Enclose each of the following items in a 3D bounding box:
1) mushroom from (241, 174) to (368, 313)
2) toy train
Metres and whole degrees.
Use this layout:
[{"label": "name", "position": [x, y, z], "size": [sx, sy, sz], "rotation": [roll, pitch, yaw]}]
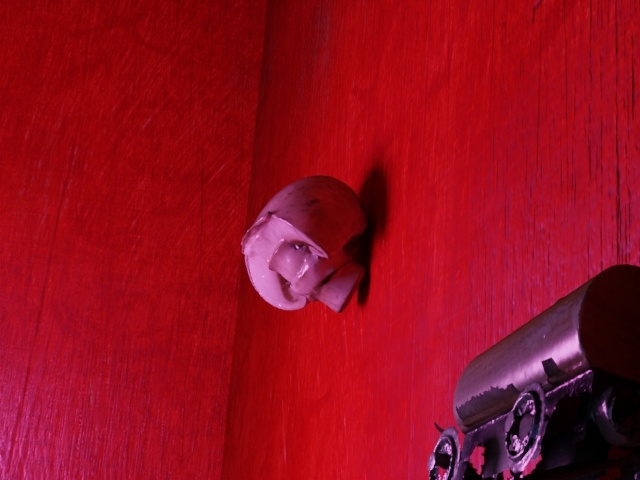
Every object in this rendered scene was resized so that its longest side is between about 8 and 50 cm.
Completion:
[{"label": "mushroom", "position": [0.000, 0.000, 1.681], "size": [0.189, 0.195, 0.253], "rotation": [-51, -8, -28]}, {"label": "toy train", "position": [0.175, 0.130, 0.840], "size": [0.307, 0.126, 0.189], "rotation": [124, 152, -65]}]
